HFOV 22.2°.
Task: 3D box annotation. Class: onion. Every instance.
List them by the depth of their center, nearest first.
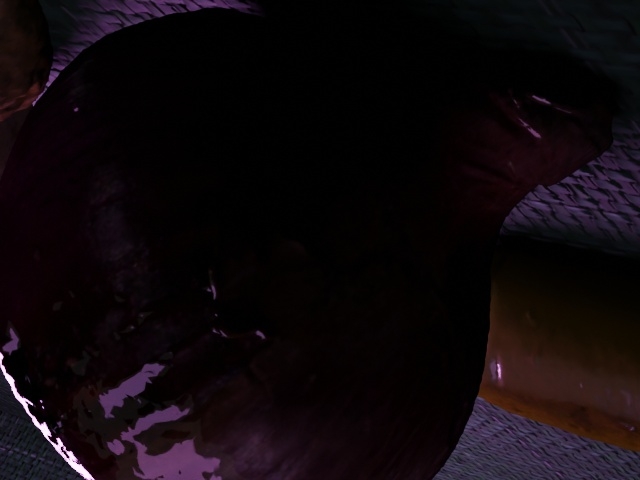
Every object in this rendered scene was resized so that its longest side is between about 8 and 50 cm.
[{"bbox_3d":[0.000,0.000,0.983,0.385,0.348,0.348,-28,137,20],"label":"onion"}]

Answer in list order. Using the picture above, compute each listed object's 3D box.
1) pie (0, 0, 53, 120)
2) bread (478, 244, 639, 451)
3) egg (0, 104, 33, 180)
[{"bbox_3d":[-0.286,-0.200,0.980,0.339,0.083,0.339,40,163,15],"label":"pie"},{"bbox_3d":[0.243,0.098,1.170,0.383,0.112,0.166,12,159,38],"label":"bread"},{"bbox_3d":[-0.327,-0.085,1.306,0.203,0.203,0.245,23,171,9],"label":"egg"}]
